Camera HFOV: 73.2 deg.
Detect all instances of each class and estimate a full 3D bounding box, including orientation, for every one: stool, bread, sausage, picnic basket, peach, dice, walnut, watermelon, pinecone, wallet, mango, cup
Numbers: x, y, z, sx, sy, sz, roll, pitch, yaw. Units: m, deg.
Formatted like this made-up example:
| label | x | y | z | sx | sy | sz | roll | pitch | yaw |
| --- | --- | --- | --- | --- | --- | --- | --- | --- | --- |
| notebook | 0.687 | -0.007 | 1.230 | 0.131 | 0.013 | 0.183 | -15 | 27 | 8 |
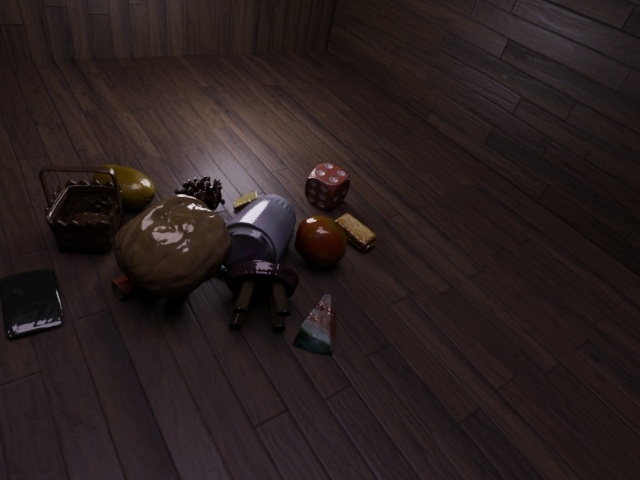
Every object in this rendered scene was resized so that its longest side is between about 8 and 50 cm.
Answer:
| label | x | y | z | sx | sy | sz | roll | pitch | yaw |
| --- | --- | --- | --- | --- | --- | --- | --- | --- | --- |
| stool | -0.213 | 0.204 | 1.545 | 0.271 | 0.272 | 0.179 | 6 | 58 | -11 |
| bread | 0.162 | -0.038 | 2.033 | 0.211 | 0.083 | 0.114 | 39 | 52 | 24 |
| sausage | -0.636 | 0.131 | 1.609 | 0.083 | 0.083 | 0.263 | 40 | 46 | 25 |
| picnic basket | -0.901 | -0.143 | 1.653 | 0.253 | 0.321 | 0.291 | 1 | 41 | -11 |
| peach | 0.000 | 0.000 | 1.844 | 0.230 | 0.231 | 0.231 | 9 | 42 | -8 |
| bread | -0.359 | -0.196 | 2.048 | 0.109 | 0.080 | 0.084 | 3 | 41 | -17 |
| dice | 0.036 | -0.271 | 2.179 | 0.173 | 0.175 | 0.179 | 31 | 43 | 15 |
| walnut | -0.505 | 0.022 | 1.489 | 0.380 | 0.381 | 0.381 | 9 | 42 | -8 |
| watermelon | 0.007 | 0.305 | 1.622 | 0.154 | 0.095 | 0.241 | 23 | 39 | -2 |
| pinecone | -0.542 | -0.201 | 1.930 | 0.212 | 0.169 | 0.185 | -10 | 3 | -7 |
| wallet | -0.973 | 0.208 | 1.447 | 0.168 | 0.052 | 0.245 | -13 | 54 | -29 |
| mango | -0.880 | -0.243 | 1.905 | 0.331 | 0.143 | 0.195 | 19 | 37 | 16 |
| cup | -0.243 | -0.027 | 1.764 | 0.253 | 0.254 | 0.372 | 20 | 30 | 5 |

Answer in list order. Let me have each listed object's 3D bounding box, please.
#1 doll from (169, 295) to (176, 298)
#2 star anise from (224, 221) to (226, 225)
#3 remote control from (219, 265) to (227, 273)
| label | x | y | z | sx | sy | sz | roll | pitch | yaw |
| --- | --- | --- | --- | --- | --- | --- | --- | --- | --- |
| doll | -0.521 | 0.162 | 1.627 | 0.098 | 0.058 | 0.143 | 6 | 37 | 20 |
| star anise | -0.424 | -0.004 | 1.835 | 0.097 | 0.070 | 0.191 | -11 | 43 | 11 |
| remote control | -0.346 | 0.127 | 1.738 | 0.212 | 0.028 | 0.059 | 25 | 38 | 9 |
